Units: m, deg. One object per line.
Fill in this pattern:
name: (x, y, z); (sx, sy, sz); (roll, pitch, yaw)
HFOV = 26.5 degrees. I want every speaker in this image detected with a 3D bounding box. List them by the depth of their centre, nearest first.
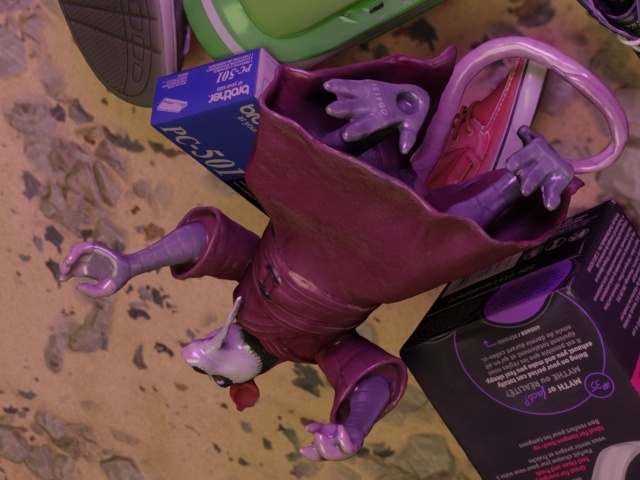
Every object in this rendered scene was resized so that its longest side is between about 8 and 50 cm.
speaker: (0.043, -0.219, 0.959); (0.296, 0.131, 0.131); (-23, 105, 34)

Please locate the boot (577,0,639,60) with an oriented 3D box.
boot: (0.229, -0.144, 0.933); (0.190, 0.086, 0.069); (48, 126, -5)

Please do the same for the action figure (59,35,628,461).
action figure: (0.000, 0.000, 0.996); (0.248, 0.276, 0.370); (44, 140, 4)

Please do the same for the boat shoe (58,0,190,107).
boat shoe: (-0.143, -0.257, 1.046); (0.118, 0.103, 0.320); (16, 126, 37)

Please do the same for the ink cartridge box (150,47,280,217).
ink cartridge box: (-0.030, -0.068, 1.058); (0.097, 0.046, 0.207); (-11, 149, 31)

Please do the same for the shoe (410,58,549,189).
shoe: (0.115, -0.080, 1.040); (0.081, 0.063, 0.178); (22, 129, 7)

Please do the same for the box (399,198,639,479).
box: (0.215, 0.134, 1.062); (0.165, 0.143, 0.270); (-25, 104, 36)
